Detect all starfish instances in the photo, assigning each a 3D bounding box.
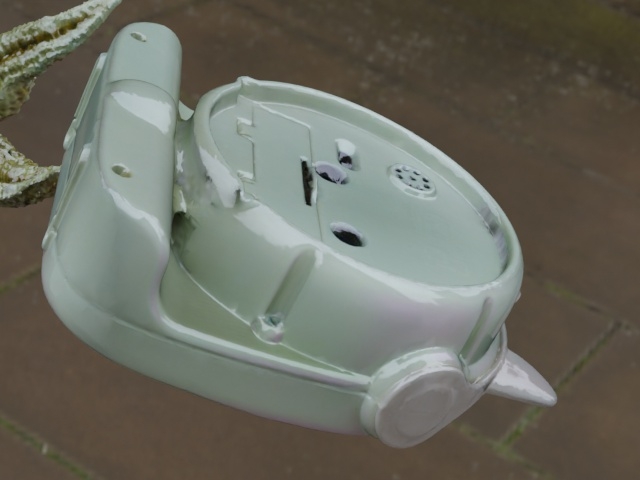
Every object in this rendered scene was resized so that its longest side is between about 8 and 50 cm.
[{"bbox_3d":[-0.302,-0.109,1.091,0.347,0.078,0.358,-18,50,7],"label":"starfish"}]

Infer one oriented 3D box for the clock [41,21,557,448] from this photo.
[{"bbox_3d":[0.000,0.000,0.876,0.324,0.109,0.265,20,27,-16],"label":"clock"}]
